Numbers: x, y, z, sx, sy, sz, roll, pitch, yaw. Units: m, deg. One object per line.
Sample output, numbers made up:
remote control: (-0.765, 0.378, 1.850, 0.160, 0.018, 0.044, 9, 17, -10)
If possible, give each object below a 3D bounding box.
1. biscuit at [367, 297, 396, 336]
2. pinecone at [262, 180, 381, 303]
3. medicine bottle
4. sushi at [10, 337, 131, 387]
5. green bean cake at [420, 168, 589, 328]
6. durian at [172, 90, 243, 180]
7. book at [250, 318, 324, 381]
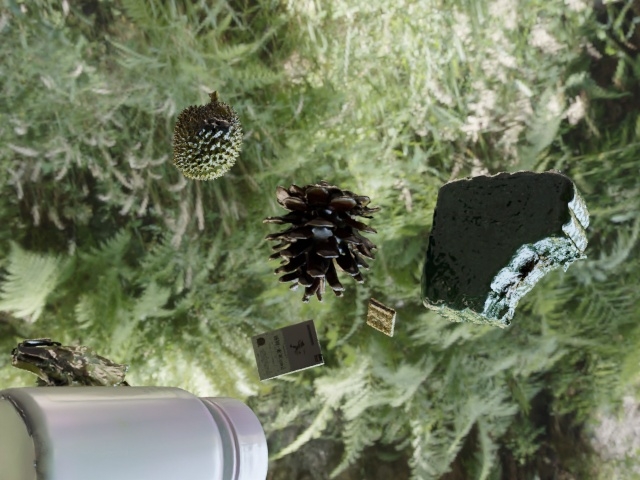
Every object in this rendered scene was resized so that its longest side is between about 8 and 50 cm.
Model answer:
biscuit: (0.154, 0.195, 1.637, 0.083, 0.081, 0.018, 25, -144, 35)
pinecone: (0.006, 0.004, 1.335, 0.264, 0.264, 0.264, -14, -176, 1)
medicine bottle: (-0.260, 0.301, 0.855, 0.213, 0.214, 0.378, -11, 163, 36)
sushi: (-0.495, 0.289, 1.327, 0.290, 0.131, 0.139, 18, -177, 24)
green bean cake: (0.378, 0.024, 1.333, 0.300, 0.308, 0.169, 1, 158, 40)
durian: (-0.274, -0.273, 1.643, 0.193, 0.238, 0.137, 7, 176, -26)
book: (-0.090, 0.294, 1.731, 0.181, 0.127, 0.014, -16, 158, 3)
